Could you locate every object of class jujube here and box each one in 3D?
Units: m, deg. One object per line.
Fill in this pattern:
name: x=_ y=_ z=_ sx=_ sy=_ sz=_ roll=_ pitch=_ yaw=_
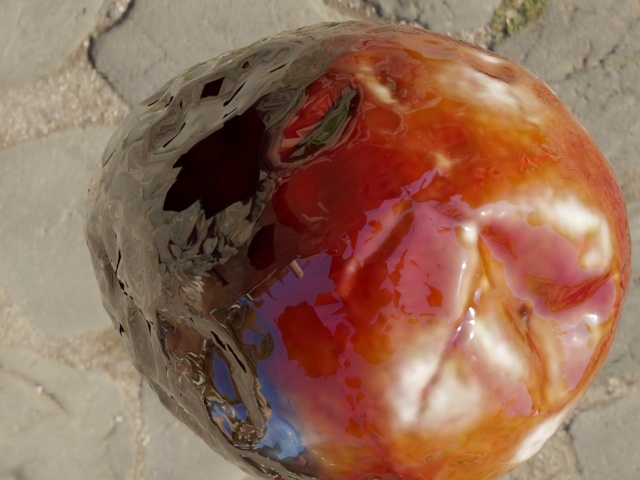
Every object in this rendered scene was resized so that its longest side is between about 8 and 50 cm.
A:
jujube: x=0.000 y=0.000 z=0.554 sx=0.223 sy=0.318 sz=0.223 roll=-7 pitch=104 yaw=-31
